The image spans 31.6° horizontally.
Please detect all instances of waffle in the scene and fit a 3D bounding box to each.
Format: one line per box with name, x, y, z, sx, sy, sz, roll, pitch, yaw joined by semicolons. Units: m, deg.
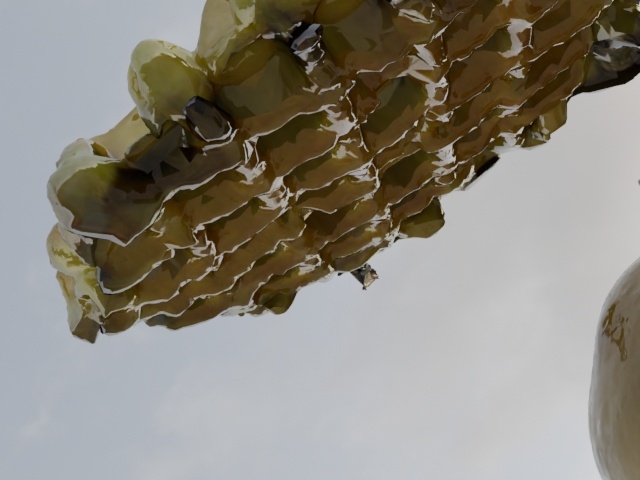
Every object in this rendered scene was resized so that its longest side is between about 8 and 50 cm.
waffle;0.024;-0.055;0.503;0.329;0.062;0.329;-30;-17;-10

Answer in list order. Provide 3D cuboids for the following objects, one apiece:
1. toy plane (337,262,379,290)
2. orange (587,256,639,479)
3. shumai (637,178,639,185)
toy plane;0.009;-0.003;1.080;0.135;0.062;0.188;66;-152;-11
orange;0.304;0.101;0.715;0.235;0.279;0.279;28;-85;-50
shumai;0.328;-0.094;0.932;0.201;0.201;0.120;-21;-12;-30
